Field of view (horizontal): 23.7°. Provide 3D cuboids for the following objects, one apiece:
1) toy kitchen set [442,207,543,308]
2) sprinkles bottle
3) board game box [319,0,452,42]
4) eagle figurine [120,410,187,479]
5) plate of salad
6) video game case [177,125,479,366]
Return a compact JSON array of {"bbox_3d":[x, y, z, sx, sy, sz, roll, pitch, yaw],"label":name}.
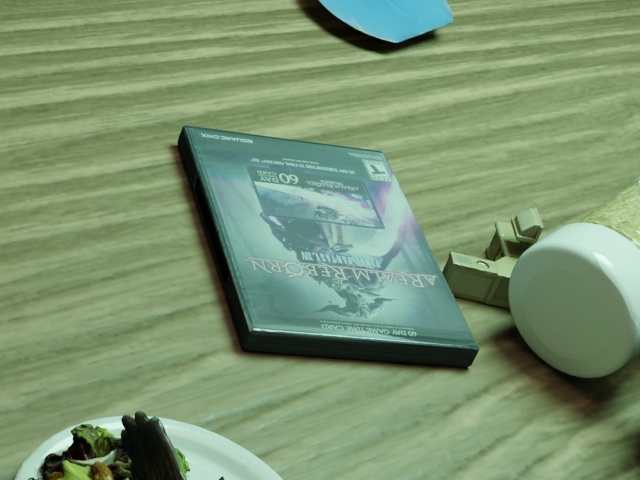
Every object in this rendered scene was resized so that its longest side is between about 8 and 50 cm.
[{"bbox_3d":[0.143,0.002,1.306,0.075,0.068,0.083,13,33,-14],"label":"toy kitchen set"},{"bbox_3d":[0.308,-0.006,1.329,0.121,0.121,0.355,37,43,23],"label":"sprinkles bottle"},{"bbox_3d":[0.063,-0.254,1.671,0.133,0.033,0.168,42,43,21],"label":"board game box"},{"bbox_3d":[-0.030,0.221,0.740,0.298,0.226,0.225,19,59,15],"label":"eagle figurine"},{"bbox_3d":[-0.092,0.172,0.943,0.199,0.048,0.200,15,34,-10],"label":"plate of salad"},{"bbox_3d":[0.000,0.000,1.268,0.196,0.026,0.274,6,35,-23],"label":"video game case"}]
